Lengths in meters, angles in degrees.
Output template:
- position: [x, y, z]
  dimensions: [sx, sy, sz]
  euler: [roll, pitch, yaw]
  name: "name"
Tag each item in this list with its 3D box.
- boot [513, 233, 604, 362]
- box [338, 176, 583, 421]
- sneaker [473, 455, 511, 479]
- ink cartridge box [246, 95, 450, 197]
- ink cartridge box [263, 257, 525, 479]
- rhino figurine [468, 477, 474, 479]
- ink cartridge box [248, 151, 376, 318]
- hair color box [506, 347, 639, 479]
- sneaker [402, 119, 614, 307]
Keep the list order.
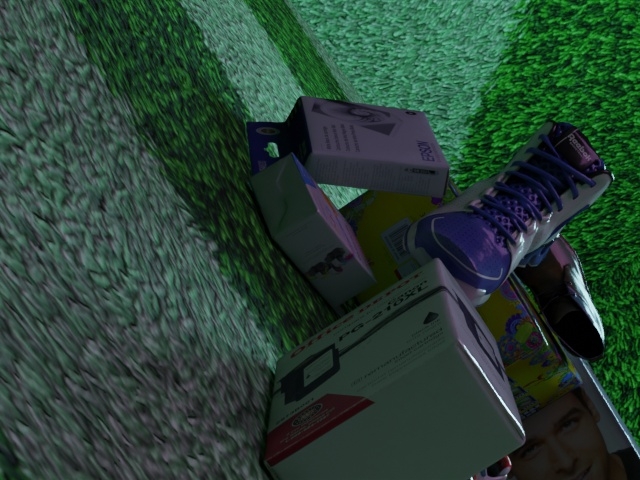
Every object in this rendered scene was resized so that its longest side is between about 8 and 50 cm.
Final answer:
- position: [0.297, 0.055, 2.101]
  dimensions: [0.219, 0.082, 0.106]
  euler: [58, 4, -8]
  name: "boot"
- position: [0.171, 0.084, 2.156]
  dimensions: [0.290, 0.177, 0.279]
  euler: [60, 8, 23]
  name: "box"
- position: [0.188, 0.275, 1.888]
  dimensions: [0.161, 0.075, 0.057]
  euler: [47, 13, -51]
  name: "sneaker"
- position: [0.028, -0.116, 1.997]
  dimensions: [0.223, 0.224, 0.045]
  euler: [-104, -160, -68]
  name: "ink cartridge box"
- position: [0.054, 0.123, 1.320]
  dimensions: [0.100, 0.172, 0.237]
  euler: [56, 8, -11]
  name: "ink cartridge box"
- position: [0.095, 0.209, 1.601]
  dimensions: [0.106, 0.073, 0.243]
  euler: [47, 11, -33]
  name: "rhino figurine"
- position: [0.000, 0.000, 1.865]
  dimensions: [0.181, 0.061, 0.104]
  euler: [51, 11, -45]
  name: "ink cartridge box"
- position: [0.348, 0.336, 2.219]
  dimensions: [0.113, 0.185, 0.374]
  euler: [44, 15, -56]
  name: "hair color box"
- position: [0.226, -0.049, 1.926]
  dimensions: [0.127, 0.182, 0.315]
  euler: [44, 29, 12]
  name: "sneaker"
